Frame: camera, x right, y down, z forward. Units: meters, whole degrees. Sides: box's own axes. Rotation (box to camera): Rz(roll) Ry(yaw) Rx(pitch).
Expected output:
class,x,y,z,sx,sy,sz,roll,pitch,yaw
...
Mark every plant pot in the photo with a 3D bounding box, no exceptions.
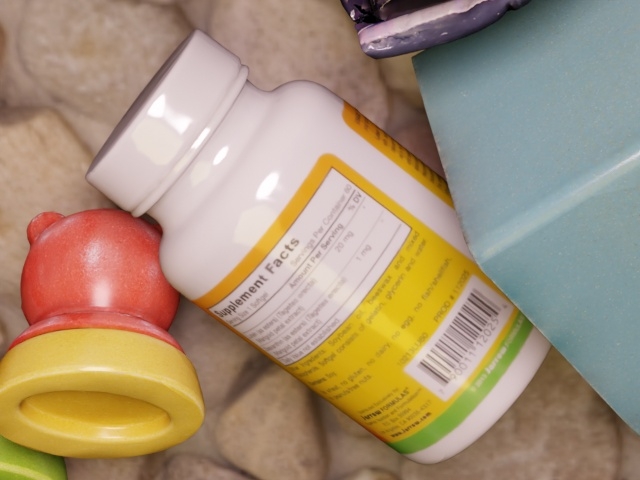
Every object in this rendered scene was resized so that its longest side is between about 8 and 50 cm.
class,x,y,z,sx,sy,sz,roll,pitch,yaw
plant pot,0.196,-0.058,0.761,0.234,0.165,0.165,-33,127,17

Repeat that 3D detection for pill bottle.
class,x,y,z,sx,sy,sz,roll,pitch,yaw
pill bottle,0.000,0.000,0.849,0.246,0.136,0.136,37,118,-12

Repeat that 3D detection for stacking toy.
class,x,y,z,sx,sy,sz,roll,pitch,yaw
stacking toy,-0.245,0.062,0.920,0.309,0.130,0.279,13,147,-23

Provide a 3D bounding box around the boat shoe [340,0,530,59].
class,x,y,z,sx,sy,sz,roll,pitch,yaw
boat shoe,0.145,-0.187,0.710,0.340,0.158,0.127,-26,112,21
